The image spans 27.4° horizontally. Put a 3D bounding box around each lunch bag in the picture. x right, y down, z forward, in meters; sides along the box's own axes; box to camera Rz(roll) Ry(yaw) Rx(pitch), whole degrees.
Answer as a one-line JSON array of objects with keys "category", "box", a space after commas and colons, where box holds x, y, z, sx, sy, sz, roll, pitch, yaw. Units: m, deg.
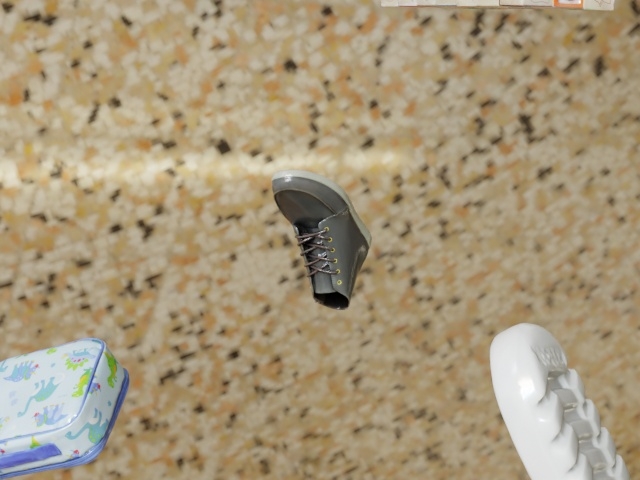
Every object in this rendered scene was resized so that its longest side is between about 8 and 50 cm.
[{"category": "lunch bag", "box": [-0.374, 0.230, 1.751, 0.219, 0.176, 0.090, -15, 126, 22]}]

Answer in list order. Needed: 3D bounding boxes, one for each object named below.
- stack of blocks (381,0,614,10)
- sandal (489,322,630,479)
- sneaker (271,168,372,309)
[{"category": "stack of blocks", "box": [0.221, -0.319, 1.559, 0.171, 0.297, 0.087, -4, 101, -28]}, {"category": "sandal", "box": [0.216, 0.268, 1.086, 0.102, 0.416, 0.169, -21, 180, 24]}, {"category": "sneaker", "box": [0.000, 0.000, 1.769, 0.083, 0.118, 0.222, -7, 147, 31]}]
